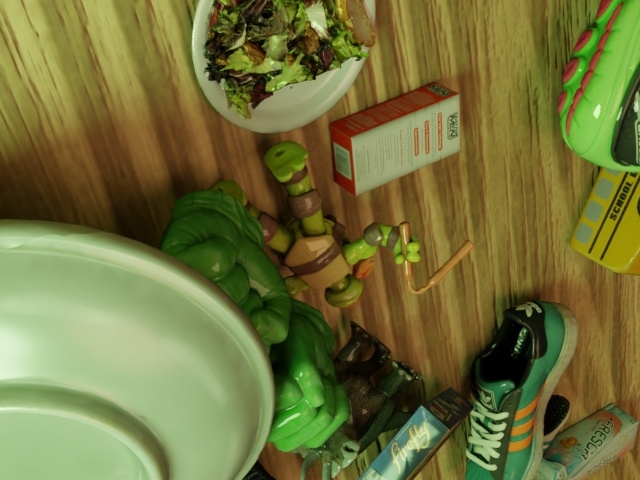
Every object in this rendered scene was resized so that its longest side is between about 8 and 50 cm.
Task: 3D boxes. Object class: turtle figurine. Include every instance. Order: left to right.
[{"bbox_3d":[0.000,0.000,0.976,0.270,0.087,0.217,-23,129,16],"label":"turtle figurine"}]

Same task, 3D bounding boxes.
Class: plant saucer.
[{"bbox_3d":[-0.233,0.167,0.778,0.401,0.100,0.400,-4,129,-5],"label":"plant saucer"}]

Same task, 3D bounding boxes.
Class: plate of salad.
[{"bbox_3d":[-0.024,-0.189,0.886,0.200,0.048,0.199,-19,126,-29],"label":"plate of salad"}]

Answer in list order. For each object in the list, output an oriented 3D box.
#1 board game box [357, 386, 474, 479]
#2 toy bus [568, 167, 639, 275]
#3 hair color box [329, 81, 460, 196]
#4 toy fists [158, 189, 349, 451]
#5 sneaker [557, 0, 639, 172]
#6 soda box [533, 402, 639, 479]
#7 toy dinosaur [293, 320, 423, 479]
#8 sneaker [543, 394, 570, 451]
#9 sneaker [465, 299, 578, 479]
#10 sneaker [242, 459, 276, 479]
[{"bbox_3d":[0.104,0.259,1.160,0.165,0.042,0.243,-51,166,6],"label":"board game box"},{"bbox_3d":[0.454,-0.115,1.245,0.108,0.130,0.332,6,111,-39],"label":"toy bus"},{"bbox_3d":[0.080,-0.107,1.018,0.141,0.043,0.072,-23,127,-25],"label":"hair color box"},{"bbox_3d":[-0.057,0.085,0.892,0.096,0.142,0.279,-15,131,20],"label":"toy fists"},{"bbox_3d":[0.444,-0.291,1.066,0.202,0.185,0.482,22,113,-9],"label":"sneaker"},{"bbox_3d":[0.417,0.328,1.527,0.183,0.058,0.062,-22,127,-28],"label":"soda box"},{"bbox_3d":[0.036,0.194,1.128,0.160,0.121,0.313,-49,166,0],"label":"toy dinosaur"},{"bbox_3d":[0.308,0.296,1.435,0.161,0.057,0.075,-47,151,-8],"label":"sneaker"},{"bbox_3d":[0.240,0.219,1.299,0.121,0.108,0.302,8,101,-40],"label":"sneaker"},{"bbox_3d":[-0.071,0.278,1.094,0.051,0.089,0.170,-41,133,-12],"label":"sneaker"}]
